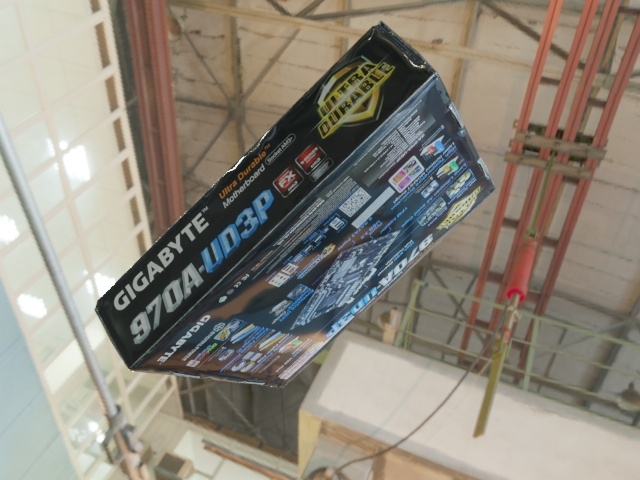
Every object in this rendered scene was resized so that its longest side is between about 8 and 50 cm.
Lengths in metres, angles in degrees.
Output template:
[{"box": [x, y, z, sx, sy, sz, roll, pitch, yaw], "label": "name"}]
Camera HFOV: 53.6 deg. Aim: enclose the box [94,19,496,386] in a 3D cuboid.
[{"box": [0.000, 0.000, 0.395, 0.220, 0.175, 0.051, -44, -118, 8], "label": "box"}]
